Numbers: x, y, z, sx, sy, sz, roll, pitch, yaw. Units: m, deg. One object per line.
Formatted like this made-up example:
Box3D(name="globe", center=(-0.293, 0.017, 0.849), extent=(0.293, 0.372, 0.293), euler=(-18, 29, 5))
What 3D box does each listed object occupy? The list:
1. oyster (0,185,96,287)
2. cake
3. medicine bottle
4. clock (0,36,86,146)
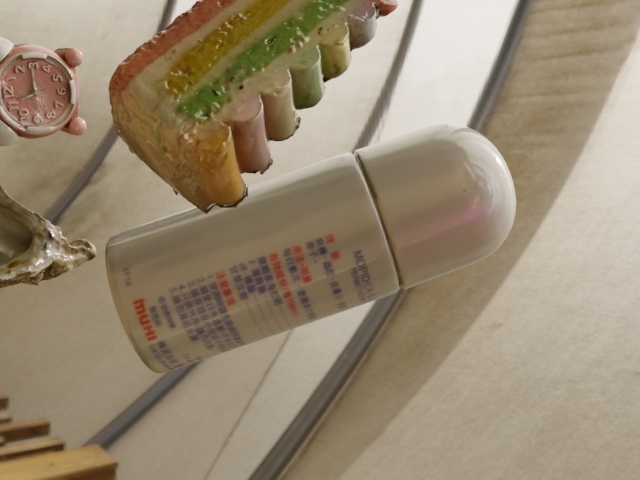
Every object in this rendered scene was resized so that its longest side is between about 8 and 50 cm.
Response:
Box3D(name="oyster", center=(-0.507, -0.006, 1.044), extent=(0.111, 0.396, 0.204), euler=(-47, -155, 37))
Box3D(name="cake", center=(-0.051, -0.136, 0.564), extent=(0.109, 0.090, 0.225), euler=(37, -96, 20))
Box3D(name="medicine bottle", center=(0.000, 0.000, 0.669), extent=(0.341, 0.130, 0.130), euler=(-19, -109, 1))
Box3D(name="clock", center=(-0.464, -0.234, 1.221), extent=(0.093, 0.162, 0.166), euler=(17, -70, 47))
